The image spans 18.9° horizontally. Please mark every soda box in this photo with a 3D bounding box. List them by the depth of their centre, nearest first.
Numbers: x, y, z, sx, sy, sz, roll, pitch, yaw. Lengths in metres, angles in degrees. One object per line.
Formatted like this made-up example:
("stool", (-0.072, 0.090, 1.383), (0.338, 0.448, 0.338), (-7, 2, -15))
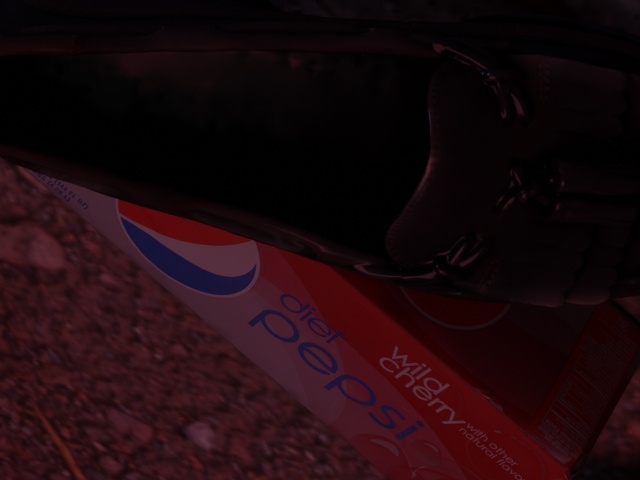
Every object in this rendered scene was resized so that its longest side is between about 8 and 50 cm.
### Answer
("soda box", (0.000, 0.000, 0.779), (0.263, 0.083, 0.092), (41, 142, -7))

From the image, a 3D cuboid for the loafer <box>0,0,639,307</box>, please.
("loafer", (0.015, -0.028, 0.656), (0.303, 0.095, 0.109), (11, 107, 3))
